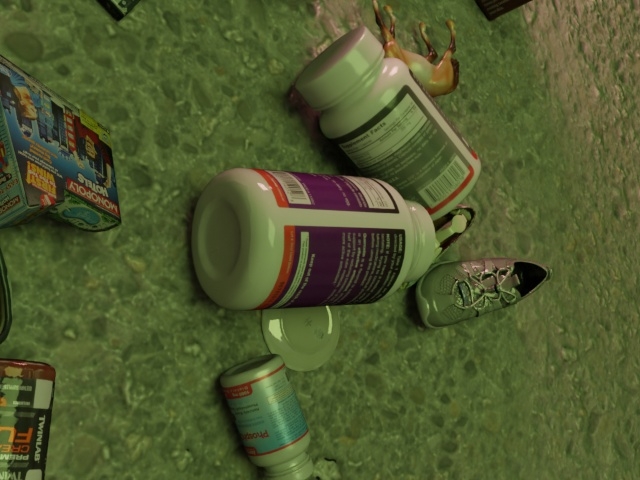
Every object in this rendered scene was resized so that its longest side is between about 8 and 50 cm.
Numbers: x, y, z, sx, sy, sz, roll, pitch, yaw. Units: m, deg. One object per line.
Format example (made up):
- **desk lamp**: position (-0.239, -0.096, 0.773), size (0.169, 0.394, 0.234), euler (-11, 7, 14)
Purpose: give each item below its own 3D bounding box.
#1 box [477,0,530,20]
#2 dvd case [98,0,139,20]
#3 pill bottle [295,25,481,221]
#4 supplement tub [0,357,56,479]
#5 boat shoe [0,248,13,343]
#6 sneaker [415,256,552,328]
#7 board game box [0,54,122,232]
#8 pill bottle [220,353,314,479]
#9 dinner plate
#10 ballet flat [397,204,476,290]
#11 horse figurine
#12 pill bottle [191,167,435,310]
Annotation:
- **box**: position (0.299, -0.613, 1.475), size (0.381, 0.191, 0.143), euler (49, 55, -21)
- **dvd case**: position (-0.296, -0.432, 1.067), size (0.239, 0.029, 0.179), euler (46, 56, -21)
- **pill bottle**: position (0.101, -0.171, 1.238), size (0.283, 0.161, 0.161), euler (47, 56, -21)
- **supplement tub**: position (-0.336, 0.224, 0.844), size (0.106, 0.106, 0.198), euler (11, 73, -36)
- **boat shoe**: position (-0.389, -0.029, 0.841), size (0.114, 0.091, 0.303), euler (-30, 108, -48)
- **sneaker**: position (0.269, 0.070, 1.348), size (0.281, 0.115, 0.105), euler (-17, 91, -39)
- **board game box**: position (-0.309, -0.081, 0.900), size (0.194, 0.060, 0.194), euler (38, 31, -52)
- **pill bottle**: position (-0.065, 0.236, 1.067), size (0.087, 0.087, 0.160), euler (-23, 94, -39)
- **dinner plate**: position (-0.023, 0.117, 1.173), size (0.141, 0.017, 0.141), euler (8, 77, -38)
- **ballet flat**: position (0.178, 0.000, 1.315), size (0.221, 0.079, 0.077), euler (-39, 98, -37)
- **horse figurine**: position (0.155, -0.303, 1.372), size (0.263, 0.066, 0.175), euler (10, 73, -36)
- **pill bottle**: position (0.000, 0.000, 1.109), size (0.322, 0.181, 0.182), euler (1, 80, -38)
